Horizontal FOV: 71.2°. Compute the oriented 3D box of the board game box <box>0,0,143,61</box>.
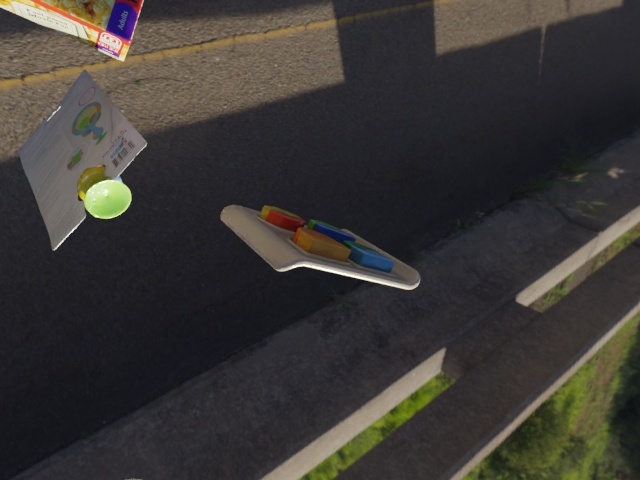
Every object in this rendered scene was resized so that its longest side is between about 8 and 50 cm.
[{"bbox_3d":[-0.240,-0.263,0.368,0.194,0.045,0.146,17,78,-30],"label":"board game box"}]

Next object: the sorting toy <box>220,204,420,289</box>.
[{"bbox_3d":[0.000,0.000,0.573,0.208,0.193,0.038,10,105,-36],"label":"sorting toy"}]

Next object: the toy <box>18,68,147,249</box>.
[{"bbox_3d":[-0.263,-0.094,0.506,0.137,0.237,0.056,-49,138,2],"label":"toy"}]

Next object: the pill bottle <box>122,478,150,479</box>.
[{"bbox_3d":[-0.233,0.407,0.631,0.117,0.117,0.215,-42,153,-18],"label":"pill bottle"}]
